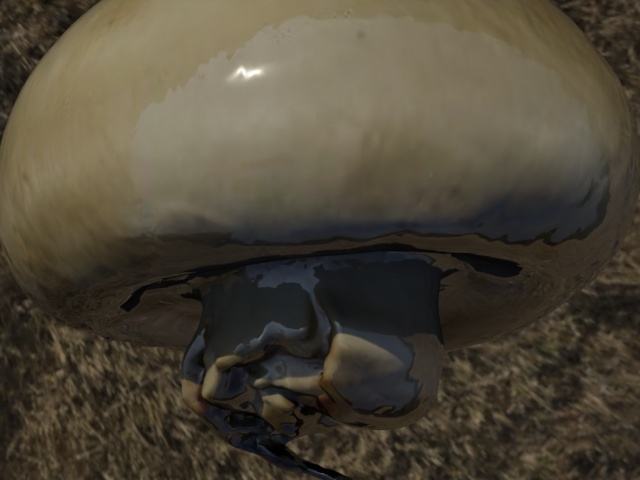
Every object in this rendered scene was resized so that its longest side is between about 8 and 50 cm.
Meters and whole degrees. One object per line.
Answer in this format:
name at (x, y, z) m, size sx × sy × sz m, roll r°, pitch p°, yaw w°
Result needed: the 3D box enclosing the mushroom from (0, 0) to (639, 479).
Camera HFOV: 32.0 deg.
mushroom at (0.000, 0.000, 0.636) m, size 0.362 × 0.362 × 0.294 m, roll 6°, pitch 71°, yaw -23°
